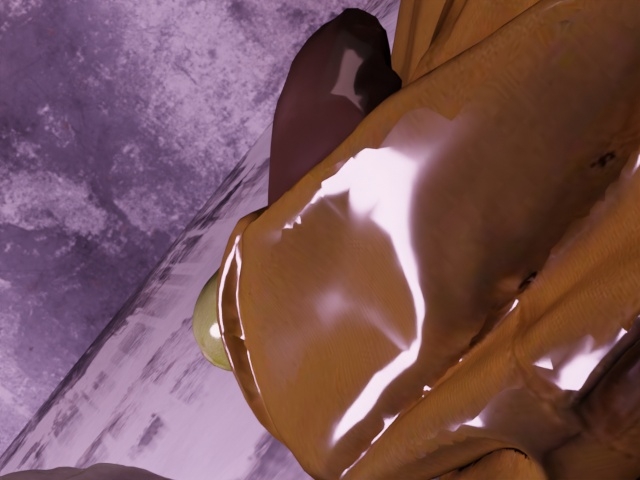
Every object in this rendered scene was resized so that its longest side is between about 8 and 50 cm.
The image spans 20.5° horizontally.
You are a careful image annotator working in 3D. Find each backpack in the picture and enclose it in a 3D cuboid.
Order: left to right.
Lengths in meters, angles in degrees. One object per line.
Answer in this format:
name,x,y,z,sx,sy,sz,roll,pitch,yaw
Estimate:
backpack,0.118,-0.074,0.565,0.378,0.201,0.353,-46,13,47

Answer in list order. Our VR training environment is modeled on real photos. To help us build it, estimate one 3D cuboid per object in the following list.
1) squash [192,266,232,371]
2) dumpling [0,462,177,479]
squash,0.000,0.000,1.309,0.250,0.083,0.083,-46,9,10
dumpling,-0.112,0.178,0.734,0.131,0.179,0.252,-48,9,47
